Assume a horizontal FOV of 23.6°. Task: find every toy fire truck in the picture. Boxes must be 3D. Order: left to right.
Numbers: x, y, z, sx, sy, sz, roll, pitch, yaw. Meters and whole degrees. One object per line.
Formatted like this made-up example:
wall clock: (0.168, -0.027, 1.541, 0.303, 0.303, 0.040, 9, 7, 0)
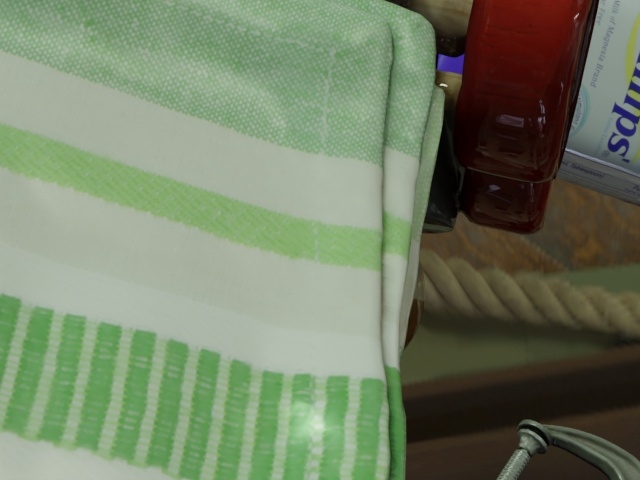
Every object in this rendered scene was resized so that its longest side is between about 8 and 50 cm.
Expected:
toy fire truck: (0.000, 0.000, 0.599, 0.169, 0.302, 0.254, 13, 83, 9)

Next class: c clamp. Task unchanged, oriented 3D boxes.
c clamp: (0.115, 0.159, 0.874, 0.137, 0.022, 0.160, 34, 55, 19)

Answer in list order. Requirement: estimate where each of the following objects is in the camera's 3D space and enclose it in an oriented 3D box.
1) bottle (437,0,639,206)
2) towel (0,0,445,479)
bottle: (0.193, -0.076, 0.870, 0.283, 0.092, 0.118, 19, 88, -10)
towel: (-0.089, 0.039, 0.310, 0.248, 0.038, 0.325, 16, 51, -15)
